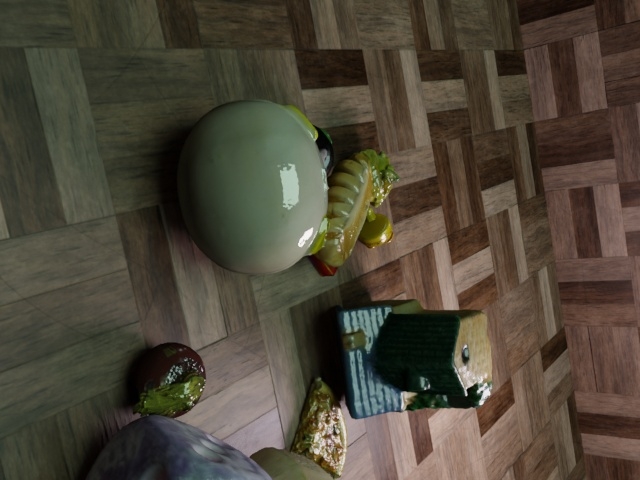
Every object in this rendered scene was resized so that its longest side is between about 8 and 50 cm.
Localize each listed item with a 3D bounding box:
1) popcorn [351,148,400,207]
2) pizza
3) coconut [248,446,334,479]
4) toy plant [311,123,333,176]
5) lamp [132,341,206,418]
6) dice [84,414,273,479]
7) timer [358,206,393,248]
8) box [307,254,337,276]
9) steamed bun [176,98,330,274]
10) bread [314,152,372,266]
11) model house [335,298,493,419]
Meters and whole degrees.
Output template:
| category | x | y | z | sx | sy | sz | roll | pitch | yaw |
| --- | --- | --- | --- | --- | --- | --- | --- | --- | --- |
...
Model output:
| category | x | y | z | sx | sy | sz | roll | pitch | yaw |
| --- | --- | --- | --- | --- | --- | --- | --- | --- | --- |
| popcorn | 0.148 | -0.191 | 1.965 | 0.173 | 0.142 | 0.173 | 12 | 64 | -26 |
| pizza | 0.003 | 0.509 | 1.762 | 0.197 | 0.058 | 0.292 | -13 | 96 | -50 |
| coconut | -0.091 | 0.628 | 1.441 | 0.352 | 0.352 | 0.353 | 7 | 81 | -50 |
| toy plant | -0.046 | -0.212 | 1.710 | 0.235 | 0.175 | 0.218 | 52 | 51 | -71 |
| lamp | -0.296 | 0.286 | 1.359 | 0.156 | 0.135 | 0.157 | 18 | 70 | -49 |
| dice | -0.264 | 0.498 | 1.224 | 0.270 | 0.271 | 0.270 | 36 | 77 | -41 |
| timer | 0.154 | -0.038 | 1.964 | 0.109 | 0.107 | 0.107 | 59 | 45 | -42 |
| box | 0.001 | 0.000 | 1.820 | 0.175 | 0.048 | 0.112 | 54 | 49 | -32 |
| steamed bun | -0.143 | -0.113 | 1.438 | 0.334 | 0.334 | 0.374 | -17 | 103 | -50 |
| bread | 0.049 | -0.079 | 1.739 | 0.173 | 0.121 | 0.311 | 81 | 27 | -52 |
| model house | 0.228 | 0.328 | 1.798 | 0.342 | 0.382 | 0.335 | -4 | 87 | -56 |
